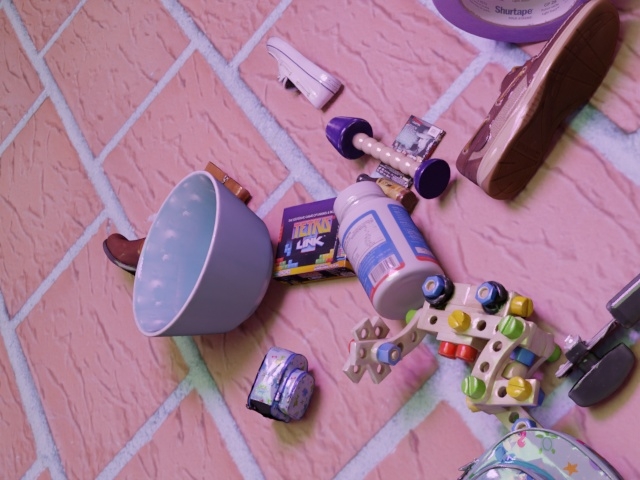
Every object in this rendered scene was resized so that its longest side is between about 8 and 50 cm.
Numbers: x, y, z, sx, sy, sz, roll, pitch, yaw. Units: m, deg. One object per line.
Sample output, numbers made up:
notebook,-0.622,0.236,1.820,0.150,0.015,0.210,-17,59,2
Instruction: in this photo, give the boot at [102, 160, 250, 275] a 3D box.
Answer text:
boot,-0.298,-0.042,2.099,0.264,0.096,0.280,31,89,47

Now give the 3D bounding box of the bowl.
bowl,-0.197,0.045,1.878,0.311,0.163,0.311,-39,40,43

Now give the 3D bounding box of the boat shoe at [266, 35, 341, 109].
boat shoe,-0.052,-0.330,2.037,0.076,0.083,0.226,-53,44,5

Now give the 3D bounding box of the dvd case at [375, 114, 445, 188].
dvd case,0.155,-0.154,1.801,0.087,0.013,0.119,34,94,47

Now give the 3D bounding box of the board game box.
board game box,0.000,0.000,1.835,0.170,0.048,0.141,-11,62,39

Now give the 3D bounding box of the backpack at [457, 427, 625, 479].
backpack,0.264,0.360,1.293,0.253,0.191,0.225,-47,65,1

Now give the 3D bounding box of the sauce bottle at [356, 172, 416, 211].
sauce bottle,0.109,-0.086,1.784,0.128,0.042,0.042,29,89,45

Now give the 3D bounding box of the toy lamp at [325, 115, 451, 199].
toy lamp,0.105,-0.149,1.779,0.274,0.080,0.080,36,94,47

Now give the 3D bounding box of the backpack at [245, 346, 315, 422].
backpack,-0.058,0.240,1.720,0.084,0.105,0.114,11,74,22

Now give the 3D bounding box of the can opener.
can opener,0.423,0.100,1.388,0.093,0.074,0.280,43,103,12

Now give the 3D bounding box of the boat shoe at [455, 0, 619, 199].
boat shoe,0.327,-0.232,1.612,0.123,0.123,0.342,40,103,45

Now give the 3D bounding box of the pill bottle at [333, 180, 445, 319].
pill bottle,0.103,0.009,1.674,0.124,0.124,0.221,-41,48,18

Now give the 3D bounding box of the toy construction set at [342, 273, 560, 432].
toy construction set,0.199,0.161,1.504,0.327,0.151,0.215,11,76,34

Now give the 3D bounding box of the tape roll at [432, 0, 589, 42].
tape roll,0.309,-0.420,1.613,0.275,0.275,0.090,-11,62,39
